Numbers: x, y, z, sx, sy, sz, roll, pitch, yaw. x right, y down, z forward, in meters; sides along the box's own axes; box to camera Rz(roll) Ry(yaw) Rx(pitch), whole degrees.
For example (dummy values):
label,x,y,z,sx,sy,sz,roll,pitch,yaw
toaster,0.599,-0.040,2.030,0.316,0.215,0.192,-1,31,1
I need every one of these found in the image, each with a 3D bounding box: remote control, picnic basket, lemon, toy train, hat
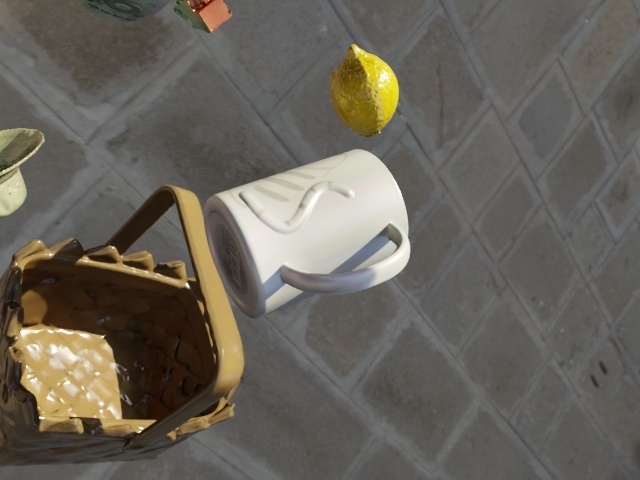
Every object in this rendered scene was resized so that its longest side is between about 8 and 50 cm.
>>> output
label,x,y,z,sx,sy,sz,roll,pitch,yaw
remote control,-0.269,-0.351,0.819,0.098,0.256,0.045,11,86,-37
picnic basket,-0.223,0.116,0.691,0.321,0.254,0.291,-40,145,28
lemon,0.041,-0.141,0.552,0.065,0.065,0.092,-33,128,-23
toy train,-0.249,-0.474,1.076,0.074,0.118,0.175,-45,134,-13
hat,-0.570,-0.090,0.996,0.252,0.252,0.109,-31,127,-24

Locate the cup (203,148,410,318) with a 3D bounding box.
label,x,y,z,sx,sy,sz,roll,pitch,yaw
cup,-0.004,-0.010,0.439,0.133,0.136,0.099,-20,91,-24
